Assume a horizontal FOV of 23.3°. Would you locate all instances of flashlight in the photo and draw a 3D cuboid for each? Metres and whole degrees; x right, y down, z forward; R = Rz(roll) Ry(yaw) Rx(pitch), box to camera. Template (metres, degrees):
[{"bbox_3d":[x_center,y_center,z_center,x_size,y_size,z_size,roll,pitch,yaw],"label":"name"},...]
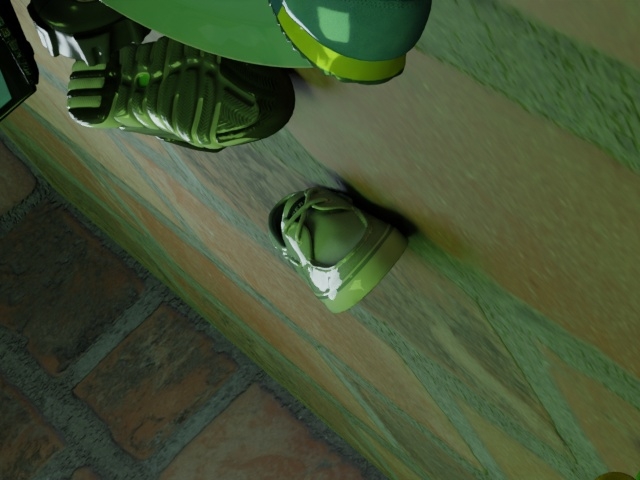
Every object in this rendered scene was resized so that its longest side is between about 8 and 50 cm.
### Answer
[{"bbox_3d":[-0.164,-0.197,0.978,0.103,0.103,0.304,11,163,0],"label":"flashlight"}]

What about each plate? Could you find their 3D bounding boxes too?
[{"bbox_3d":[-0.067,-0.149,0.885,0.188,0.024,0.188,17,168,4],"label":"plate"}]

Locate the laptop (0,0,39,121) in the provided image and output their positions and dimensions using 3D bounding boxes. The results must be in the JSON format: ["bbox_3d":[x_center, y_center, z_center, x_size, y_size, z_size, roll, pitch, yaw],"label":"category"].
[{"bbox_3d":[-0.281,-0.184,0.971,0.264,0.137,0.234,83,163,-74],"label":"laptop"}]

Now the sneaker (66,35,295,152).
[{"bbox_3d":[-0.073,-0.105,1.157,0.229,0.086,0.132,11,178,43],"label":"sneaker"}]

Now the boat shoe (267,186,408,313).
[{"bbox_3d":[0.001,-0.001,1.218,0.081,0.079,0.227,43,175,-12],"label":"boat shoe"}]

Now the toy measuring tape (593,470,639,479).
[{"bbox_3d":[0.291,0.296,1.147,0.330,0.121,0.121,48,170,-19],"label":"toy measuring tape"}]

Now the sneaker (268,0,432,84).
[{"bbox_3d":[-0.018,-0.162,0.697,0.209,0.069,0.082,49,141,30],"label":"sneaker"}]
